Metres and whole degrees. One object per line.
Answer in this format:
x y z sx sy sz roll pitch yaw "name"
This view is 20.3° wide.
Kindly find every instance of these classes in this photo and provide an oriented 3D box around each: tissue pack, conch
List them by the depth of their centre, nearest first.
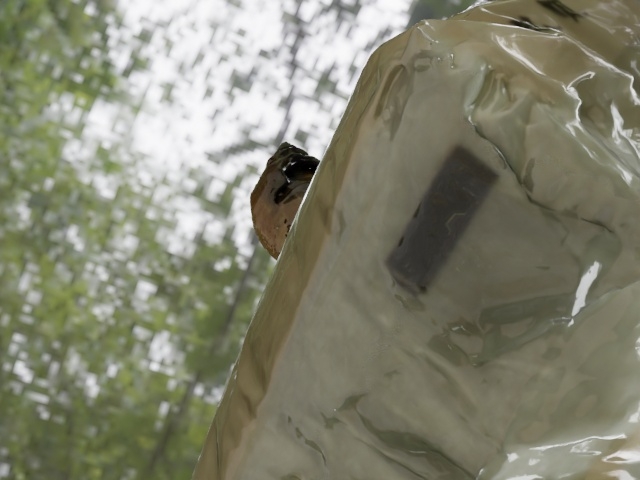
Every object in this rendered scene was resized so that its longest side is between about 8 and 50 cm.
0.094 0.033 0.817 0.390 0.195 0.375 -63 169 26 "tissue pack"
0.004 -0.004 1.366 0.233 0.080 0.086 45 -48 52 "conch"
